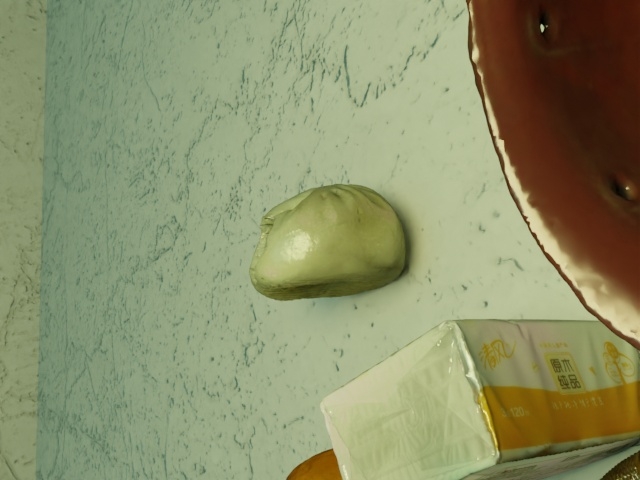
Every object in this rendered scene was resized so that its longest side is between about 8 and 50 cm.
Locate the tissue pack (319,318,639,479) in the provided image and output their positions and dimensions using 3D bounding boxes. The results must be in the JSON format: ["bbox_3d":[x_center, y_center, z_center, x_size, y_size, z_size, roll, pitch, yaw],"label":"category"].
[{"bbox_3d":[0.148,0.149,0.663,0.185,0.225,0.124,-43,54,43],"label":"tissue pack"}]

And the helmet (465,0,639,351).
[{"bbox_3d":[0.265,-0.141,0.361,0.337,0.230,0.385,20,118,39],"label":"helmet"}]

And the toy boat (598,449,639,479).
[{"bbox_3d":[0.289,0.178,0.617,0.149,0.048,0.047,-47,50,39],"label":"toy boat"}]

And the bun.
[{"bbox_3d":[0.000,0.000,0.907,0.178,0.193,0.128,-29,67,57],"label":"bun"}]

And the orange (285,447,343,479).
[{"bbox_3d":[0.037,0.325,0.851,0.193,0.161,0.194,-5,83,41],"label":"orange"}]
